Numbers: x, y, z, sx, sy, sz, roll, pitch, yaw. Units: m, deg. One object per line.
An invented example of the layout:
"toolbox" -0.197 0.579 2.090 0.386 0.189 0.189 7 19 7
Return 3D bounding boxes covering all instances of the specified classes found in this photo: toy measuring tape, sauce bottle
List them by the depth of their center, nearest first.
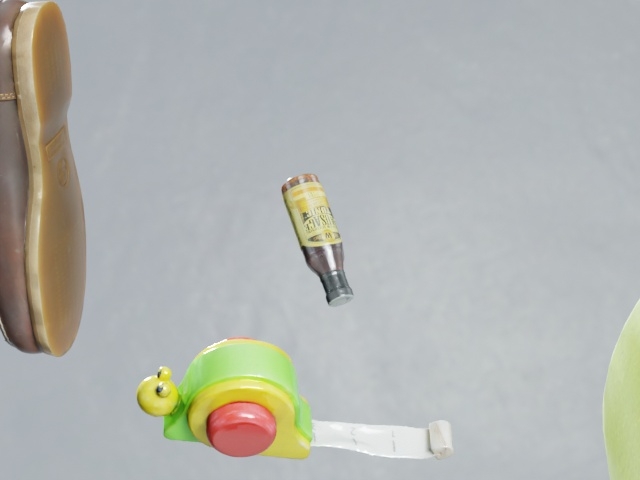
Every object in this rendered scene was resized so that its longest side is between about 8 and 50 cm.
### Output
"sauce bottle" 0.000 0.000 1.831 0.042 0.128 0.042 -20 -19 -7
"toy measuring tape" -0.017 0.160 1.929 0.330 0.121 0.121 7 -11 -11

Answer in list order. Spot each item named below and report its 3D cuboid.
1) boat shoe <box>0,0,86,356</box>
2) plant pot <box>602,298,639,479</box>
"boat shoe" -0.175 -0.036 1.089 0.073 0.207 0.073 2 16 14
"plant pot" 0.240 0.157 0.730 0.275 0.275 0.293 -25 25 23
